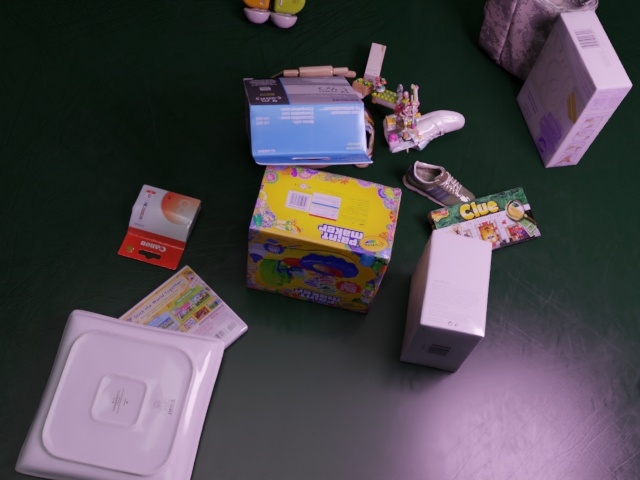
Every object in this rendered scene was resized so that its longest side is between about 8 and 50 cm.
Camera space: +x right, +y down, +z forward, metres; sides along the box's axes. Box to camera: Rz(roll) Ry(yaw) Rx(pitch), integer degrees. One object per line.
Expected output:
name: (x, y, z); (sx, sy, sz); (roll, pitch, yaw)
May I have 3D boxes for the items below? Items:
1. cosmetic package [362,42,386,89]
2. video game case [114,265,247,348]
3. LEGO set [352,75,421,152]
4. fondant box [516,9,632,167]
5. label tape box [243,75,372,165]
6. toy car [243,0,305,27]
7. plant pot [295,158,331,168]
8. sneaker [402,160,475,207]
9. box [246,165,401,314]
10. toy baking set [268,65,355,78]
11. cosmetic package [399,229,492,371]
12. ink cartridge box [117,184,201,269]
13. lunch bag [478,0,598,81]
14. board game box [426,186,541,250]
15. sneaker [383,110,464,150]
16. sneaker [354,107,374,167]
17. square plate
cosmetic package: (0.145, -0.475, 2.021); (0.041, 0.060, 0.115); (15, 62, 0)
video game case: (-0.311, 0.193, 1.622); (0.206, 0.026, 0.227); (43, 66, 16)
LEGO set: (0.183, -0.354, 1.863); (0.132, 0.107, 0.287); (-18, 52, -9)
fondant box: (0.626, -0.373, 1.868); (0.096, 0.330, 0.238); (-9, 63, -10)
label tape box: (-0.037, -0.270, 1.634); (0.249, 0.115, 0.348); (-2, 24, -9)
toy car: (-0.130, -0.690, 2.072); (0.182, 0.159, 0.136); (9, 24, -1)
plant pot: (-0.029, -0.264, 1.856); (0.237, 0.110, 0.237); (2, 62, -5)
sneaker: (0.301, -0.140, 1.841); (0.192, 0.086, 0.064); (23, 61, 5)
box: (0.000, 0.000, 1.619); (0.289, 0.279, 0.177); (12, 61, 1)
toy baking set: (-0.042, -0.404, 1.892); (0.256, 0.197, 0.030); (-5, 86, -12)
cosmetic package: (0.271, 0.135, 1.609); (0.138, 0.224, 0.225); (11, 61, 0)
ink cartridge box: (-0.376, -0.034, 1.727); (0.145, 0.045, 0.179); (16, 58, 2)
lunch bag: (0.594, -0.585, 2.001); (0.212, 0.305, 0.256); (-28, 64, -19)
board game box: (0.402, -0.038, 1.817); (0.259, 0.030, 0.136); (-16, 75, -15)
sneaker: (0.272, -0.279, 1.926); (0.212, 0.080, 0.094); (-5, 67, 2)
sneaker: (0.111, -0.282, 1.897); (0.069, 0.084, 0.186); (1, 62, -6)
square plate: (-0.402, 0.327, 1.505); (0.344, 0.049, 0.347); (11, 65, 3)
